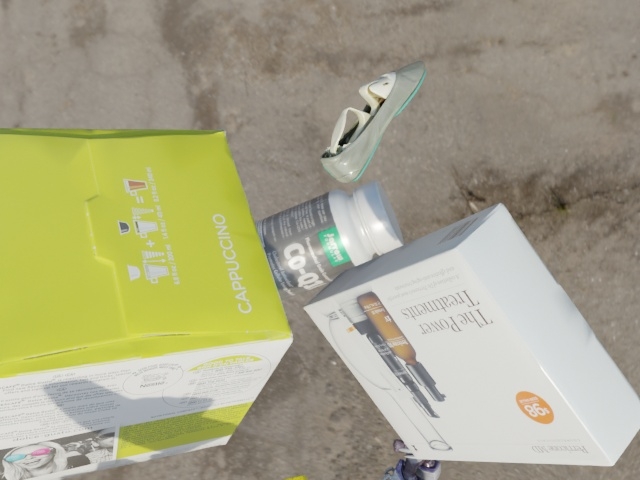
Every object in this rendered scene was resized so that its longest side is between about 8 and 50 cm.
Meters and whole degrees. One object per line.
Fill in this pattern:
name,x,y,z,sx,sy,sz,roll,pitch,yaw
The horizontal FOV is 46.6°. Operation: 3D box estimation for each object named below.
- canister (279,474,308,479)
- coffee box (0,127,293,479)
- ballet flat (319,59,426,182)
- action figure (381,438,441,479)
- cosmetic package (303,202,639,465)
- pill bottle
canister,-0.055,0.605,1.605,0.126,0.073,0.169,-5,49,-28
coffee box,-0.277,0.082,0.971,0.338,0.334,0.337,-4,56,-27
ballet flat,0.071,-0.179,1.033,0.213,0.068,0.072,-57,23,-8
action figure,0.182,0.349,1.315,0.099,0.185,0.284,25,122,21
cosmetic package,0.165,0.140,0.929,0.097,0.377,0.284,-41,95,-29
pill bottle,0.000,0.000,1.775,0.361,0.204,0.204,-22,64,12
